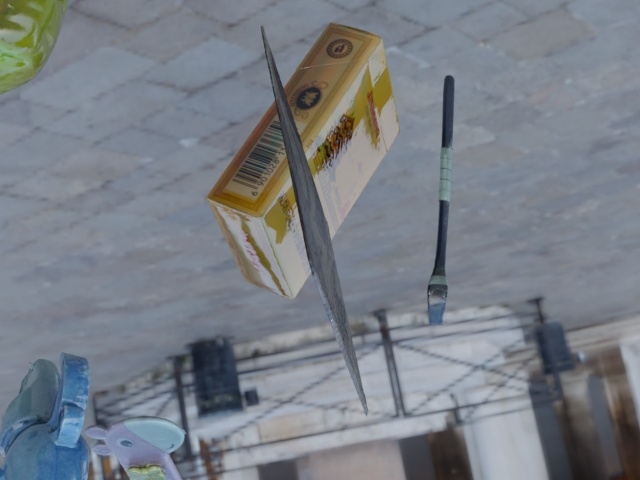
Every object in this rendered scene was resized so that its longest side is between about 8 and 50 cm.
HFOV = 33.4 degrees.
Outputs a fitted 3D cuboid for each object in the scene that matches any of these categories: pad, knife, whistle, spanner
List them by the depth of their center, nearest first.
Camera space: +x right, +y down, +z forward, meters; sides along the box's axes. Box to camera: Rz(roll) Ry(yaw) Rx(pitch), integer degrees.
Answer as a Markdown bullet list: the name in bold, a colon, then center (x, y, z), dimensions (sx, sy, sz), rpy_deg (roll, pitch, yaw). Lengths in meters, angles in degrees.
- **pad**: center (0.000, 0.000, 0.902), dimensions (0.004, 0.220, 0.330), rpy_deg (-14, 152, 3)
- **whistle**: center (-0.275, 0.216, 1.063), dimensions (0.093, 0.269, 0.180), rpy_deg (15, 118, -22)
- **spanner**: center (0.149, -0.050, 1.293), dimensions (0.024, 0.315, 0.087), rpy_deg (2, 165, 9)
- **knife**: center (-0.224, 0.359, 1.518), dimensions (0.132, 0.038, 0.398), rpy_deg (-3, 141, 7)

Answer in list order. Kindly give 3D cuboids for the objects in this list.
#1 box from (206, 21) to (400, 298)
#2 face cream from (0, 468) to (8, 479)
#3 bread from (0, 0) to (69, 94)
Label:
- **box**: center (-0.010, -0.091, 1.229), dimensions (0.076, 0.274, 0.174), rpy_deg (21, 154, 23)
- **face cream**: center (-0.253, 0.117, 0.476), dimensions (0.337, 0.080, 0.163), rpy_deg (-9, -177, 43)
- **bread**: center (-0.256, -0.294, 0.892), dimensions (0.166, 0.383, 0.112), rpy_deg (0, 162, 29)
